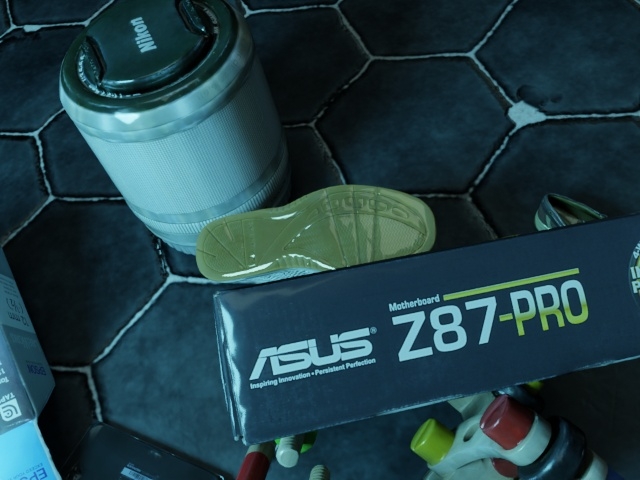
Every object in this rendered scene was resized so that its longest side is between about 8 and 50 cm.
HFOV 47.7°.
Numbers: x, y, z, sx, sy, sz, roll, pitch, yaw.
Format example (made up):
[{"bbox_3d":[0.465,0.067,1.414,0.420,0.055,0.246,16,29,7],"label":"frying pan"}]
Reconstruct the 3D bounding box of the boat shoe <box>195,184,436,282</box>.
[{"bbox_3d":[0.000,0.000,0.821,0.276,0.096,0.098,-5,78,20],"label":"boat shoe"}]

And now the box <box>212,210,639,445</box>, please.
[{"bbox_3d":[0.073,0.064,0.592,0.318,0.395,0.097,-8,84,-8],"label":"box"}]

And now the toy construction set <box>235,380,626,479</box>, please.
[{"bbox_3d":[0.087,0.207,0.650,0.308,0.258,0.237,14,15,2],"label":"toy construction set"}]

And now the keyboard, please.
[{"bbox_3d":[-0.197,0.268,0.761,0.180,0.023,0.108,16,55,22],"label":"keyboard"}]

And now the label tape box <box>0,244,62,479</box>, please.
[{"bbox_3d":[-0.452,0.161,0.816,0.249,0.115,0.348,-26,78,-6],"label":"label tape box"}]

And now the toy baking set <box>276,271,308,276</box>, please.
[{"bbox_3d":[-0.001,0.062,0.856,0.196,0.030,0.256,6,52,23],"label":"toy baking set"}]

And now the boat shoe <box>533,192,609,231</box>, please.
[{"bbox_3d":[0.312,-0.004,0.820,0.152,0.049,0.056,30,66,27],"label":"boat shoe"}]

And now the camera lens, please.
[{"bbox_3d":[-0.160,-0.138,0.867,0.219,0.274,0.220,-7,53,9],"label":"camera lens"}]
